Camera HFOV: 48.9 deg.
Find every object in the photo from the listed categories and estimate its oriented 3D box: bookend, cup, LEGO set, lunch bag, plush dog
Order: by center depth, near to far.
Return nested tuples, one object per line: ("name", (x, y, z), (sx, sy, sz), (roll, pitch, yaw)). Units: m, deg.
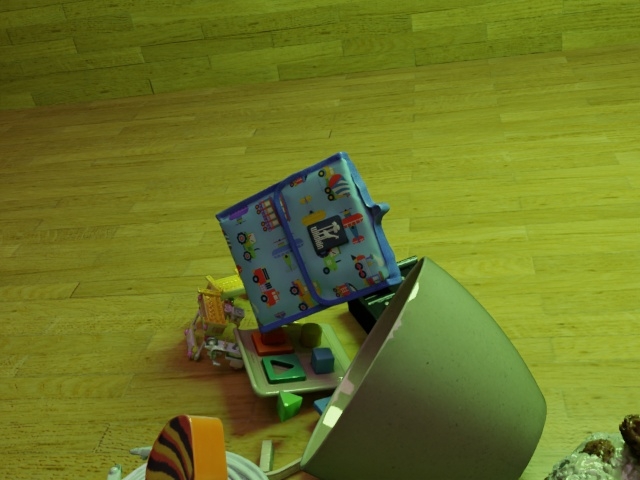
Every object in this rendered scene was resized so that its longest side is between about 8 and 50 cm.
("plush dog", (0.330, 0.322, 0.817), (0.211, 0.262, 0.225), (32, 52, 3))
("cup", (0.155, 0.222, 0.949), (0.237, 0.331, 0.331), (31, 41, 3))
("lunch bag", (0.000, 0.000, 1.154), (0.293, 0.220, 0.138), (-24, -4, 39))
("bookend", (0.148, 0.116, 1.305), (0.156, 0.072, 0.157), (-18, 33, -14))
("LEGO set", (-0.192, 0.146, 1.368), (0.132, 0.107, 0.287), (26, 27, -8))

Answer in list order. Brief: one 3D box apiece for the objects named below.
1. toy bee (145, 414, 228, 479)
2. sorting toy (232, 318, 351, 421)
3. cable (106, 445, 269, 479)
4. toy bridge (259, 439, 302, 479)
("toy bee", (-0.156, 0.353, 0.769), (0.162, 0.195, 0.298), (-36, 35, 24))
("sorting toy", (-0.039, 0.190, 1.206), (0.196, 0.047, 0.347), (1, 27, -20))
("cable", (-0.181, 0.394, 0.938), (0.257, 0.089, 0.257), (-4, 33, 10))
("toy bridge", (-0.080, 0.334, 1.063), (0.188, 0.026, 0.063), (-6, 34, 6))
